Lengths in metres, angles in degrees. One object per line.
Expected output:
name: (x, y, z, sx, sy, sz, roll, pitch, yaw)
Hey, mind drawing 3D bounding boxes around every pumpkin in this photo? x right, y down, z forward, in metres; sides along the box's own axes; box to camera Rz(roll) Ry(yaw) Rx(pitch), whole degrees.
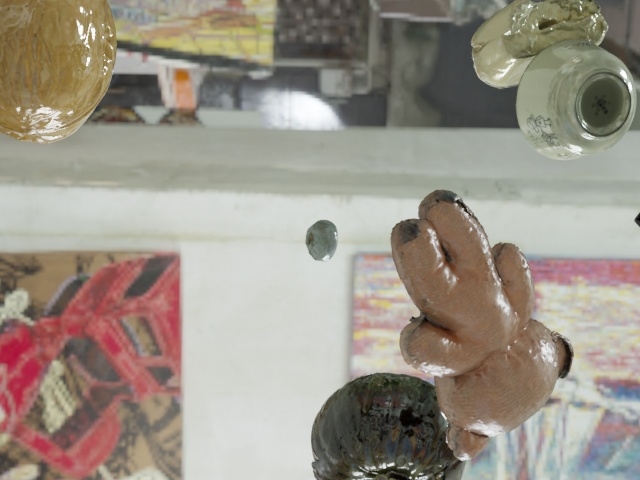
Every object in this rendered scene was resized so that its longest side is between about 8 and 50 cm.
pumpkin: (0.096, 0.303, 1.531, 0.159, 0.238, 0.238, -75, 168, -60)

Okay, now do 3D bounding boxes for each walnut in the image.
walnut: (-0.289, -0.199, 1.087, 0.165, 0.165, 0.197, 92, 3, -63)

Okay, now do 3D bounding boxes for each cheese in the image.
cheese: (0.433, -0.408, 2.138, 0.127, 0.266, 0.233, 69, -26, 10)

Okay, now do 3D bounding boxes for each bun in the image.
bun: (0.000, 0.000, 1.882, 0.083, 0.045, 0.083, -174, -90, -68)

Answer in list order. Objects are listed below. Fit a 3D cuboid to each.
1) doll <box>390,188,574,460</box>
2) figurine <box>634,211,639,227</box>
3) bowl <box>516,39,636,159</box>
doll: (0.159, 0.085, 1.230, 0.303, 0.201, 0.156, 61, -21, -17)
figurine: (0.789, -0.123, 2.254, 0.143, 0.308, 0.308, 44, -22, 22)
bowl: (0.504, -0.264, 2.024, 0.126, 0.238, 0.237, -150, -120, -69)
